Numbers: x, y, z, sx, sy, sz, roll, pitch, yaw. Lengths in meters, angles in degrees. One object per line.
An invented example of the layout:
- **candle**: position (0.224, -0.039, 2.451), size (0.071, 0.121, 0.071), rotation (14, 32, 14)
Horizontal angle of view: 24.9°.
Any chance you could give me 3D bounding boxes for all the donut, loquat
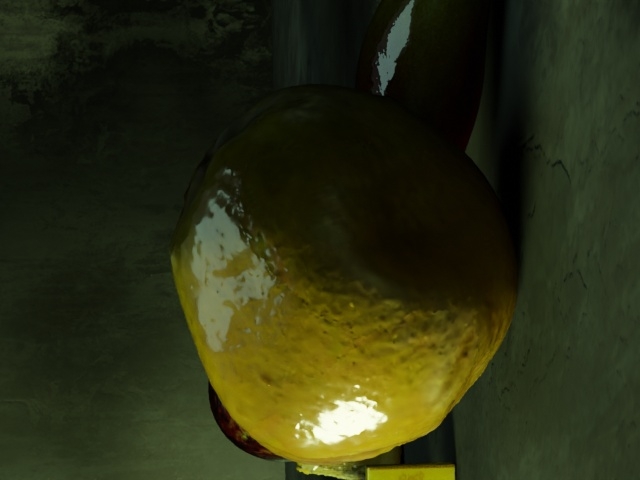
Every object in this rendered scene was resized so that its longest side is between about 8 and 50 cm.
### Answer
- **donut**: position (0.036, 0.227, 1.846), size (0.259, 0.101, 0.152), rotation (129, 146, -74)
- **loquat**: position (0.009, 0.029, 1.138), size (0.284, 0.276, 0.276), rotation (46, 176, -4)

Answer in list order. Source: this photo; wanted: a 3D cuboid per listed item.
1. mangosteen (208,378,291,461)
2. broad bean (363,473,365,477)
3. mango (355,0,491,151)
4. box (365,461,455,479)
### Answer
- **mangosteen**: position (-0.036, 0.225, 2.199), size (0.289, 0.231, 0.231), rotation (23, -120, -55)
- **broad bean**: position (0.048, 0.192, 2.014), size (0.060, 0.043, 0.297), rotation (137, 134, -58)
- **mango**: position (0.087, -0.146, 1.256), size (0.133, 0.111, 0.267), rotation (-79, -2, -55)
- **box**: position (0.088, 0.292, 1.392), size (0.023, 0.087, 0.155), rotation (142, 126, -87)
